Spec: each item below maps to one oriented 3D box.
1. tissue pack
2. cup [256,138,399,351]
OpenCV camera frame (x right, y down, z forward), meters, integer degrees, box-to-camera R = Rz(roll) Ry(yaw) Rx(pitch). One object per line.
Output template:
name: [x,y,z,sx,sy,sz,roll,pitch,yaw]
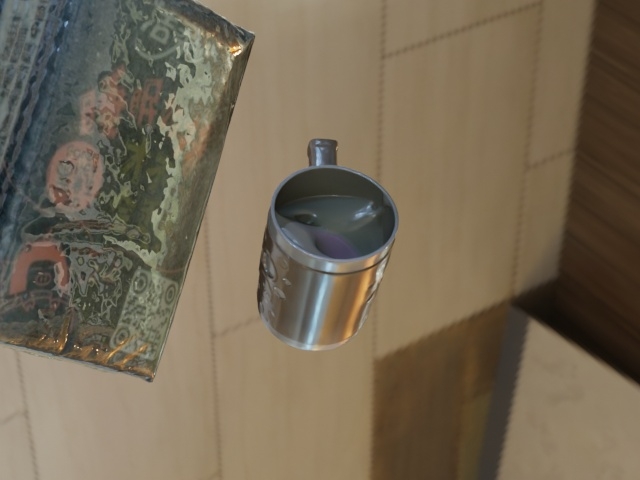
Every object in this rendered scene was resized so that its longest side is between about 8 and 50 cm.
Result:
tissue pack: [-0.179,-0.058,1.171,0.228,0.103,0.315,24,79,-55]
cup: [-0.006,0.003,0.877,0.074,0.102,0.099,-19,148,-24]
